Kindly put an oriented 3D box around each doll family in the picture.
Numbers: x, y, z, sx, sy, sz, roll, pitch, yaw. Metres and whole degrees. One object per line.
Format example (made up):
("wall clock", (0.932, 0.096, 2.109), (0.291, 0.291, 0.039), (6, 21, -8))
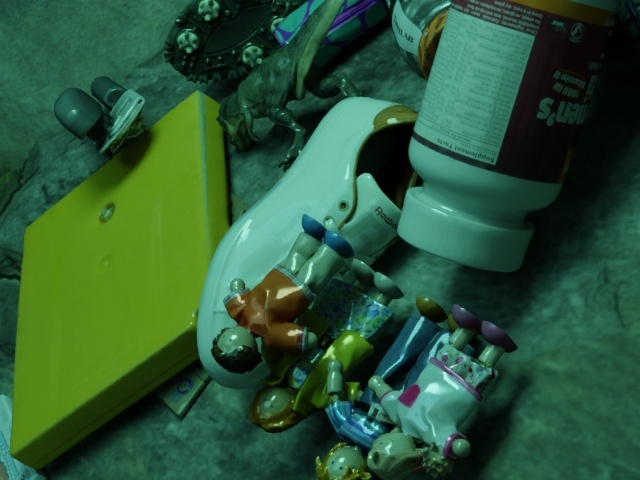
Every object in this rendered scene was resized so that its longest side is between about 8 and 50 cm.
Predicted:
("doll family", (0.032, 0.111, 1.088), (0.263, 0.118, 0.163), (30, 78, 36))

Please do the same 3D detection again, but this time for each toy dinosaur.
("toy dinosaur", (-0.018, -0.144, 1.349), (0.268, 0.064, 0.118), (-44, 65, 39))

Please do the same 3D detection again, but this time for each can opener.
("can opener", (-0.242, -0.148, 1.560), (0.074, 0.093, 0.280), (-52, 14, 0))

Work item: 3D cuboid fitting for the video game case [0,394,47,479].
("video game case", (-0.348, 0.253, 1.452), (0.143, 0.019, 0.157), (-50, 36, 5))

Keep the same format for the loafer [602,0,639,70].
("loafer", (0.208, -0.282, 1.182), (0.134, 0.130, 0.366), (-46, 52, 29))

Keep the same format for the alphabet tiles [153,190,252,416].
("alphabet tiles", (-0.128, 0.044, 1.389), (0.198, 0.009, 0.237), (-55, 35, -1))

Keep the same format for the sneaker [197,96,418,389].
("sneaker", (0.000, 0.000, 1.195), (0.123, 0.106, 0.290), (13, 70, 55))

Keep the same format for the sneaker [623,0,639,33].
("sneaker", (0.273, -0.155, 1.005), (0.081, 0.080, 0.211), (-31, 77, 11))

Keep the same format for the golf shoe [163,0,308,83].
("golf shoe", (-0.053, -0.274, 1.514), (0.273, 0.105, 0.120), (-40, 22, 9))

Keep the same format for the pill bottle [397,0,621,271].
("pill bottle", (0.136, -0.096, 1.060), (0.121, 0.121, 0.221), (35, 114, 55))

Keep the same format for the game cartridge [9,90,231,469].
("game cartridge", (-0.201, 0.036, 1.431), (0.285, 0.053, 0.323), (-35, 40, 25))

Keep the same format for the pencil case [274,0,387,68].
("pencil case", (0.028, -0.229, 1.392), (0.152, 0.064, 0.070), (-34, 15, 26))

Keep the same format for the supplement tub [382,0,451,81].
("supplement tub", (0.114, -0.214, 1.239), (0.117, 0.117, 0.190), (-37, 38, 21))
